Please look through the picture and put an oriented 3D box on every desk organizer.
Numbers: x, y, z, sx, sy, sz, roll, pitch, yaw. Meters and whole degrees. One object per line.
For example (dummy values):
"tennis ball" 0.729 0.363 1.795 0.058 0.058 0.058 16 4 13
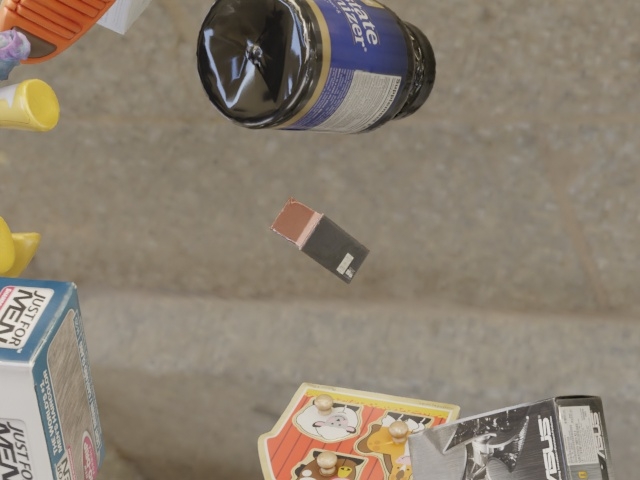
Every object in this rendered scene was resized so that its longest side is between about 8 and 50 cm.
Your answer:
"desk organizer" 0.000 0.000 1.762 0.050 0.047 0.130 31 177 31

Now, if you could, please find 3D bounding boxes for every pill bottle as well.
"pill bottle" 0.004 -0.152 1.358 0.123 0.122 0.219 -7 178 34

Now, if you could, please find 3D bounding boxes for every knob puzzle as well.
"knob puzzle" 0.028 0.204 1.534 0.213 0.213 0.030 6 125 17

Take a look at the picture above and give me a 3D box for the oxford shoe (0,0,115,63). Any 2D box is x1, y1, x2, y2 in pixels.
"oxford shoe" -0.216 -0.332 1.407 0.133 0.363 0.130 23 177 32

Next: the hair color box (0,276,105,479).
"hair color box" -0.351 0.115 1.203 0.347 0.105 0.173 5 125 12

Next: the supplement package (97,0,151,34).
"supplement package" -0.282 -0.350 1.700 0.244 0.139 0.134 24 130 2

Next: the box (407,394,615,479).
"box" 0.160 0.251 1.262 0.056 0.231 0.183 3 164 -38

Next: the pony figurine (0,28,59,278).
"pony figurine" -0.390 -0.073 1.345 0.363 0.351 0.303 -20 168 37
